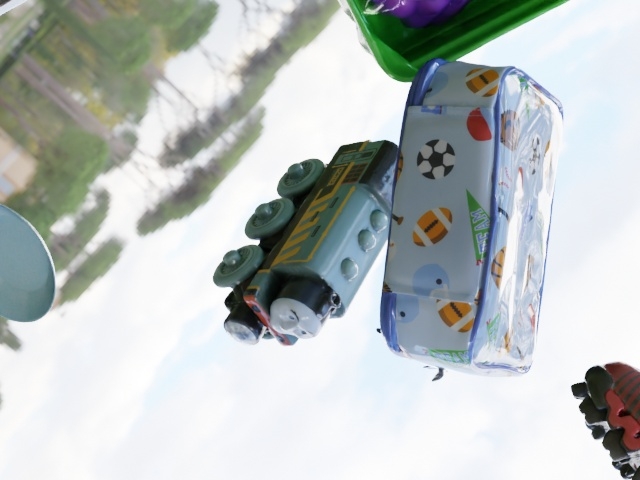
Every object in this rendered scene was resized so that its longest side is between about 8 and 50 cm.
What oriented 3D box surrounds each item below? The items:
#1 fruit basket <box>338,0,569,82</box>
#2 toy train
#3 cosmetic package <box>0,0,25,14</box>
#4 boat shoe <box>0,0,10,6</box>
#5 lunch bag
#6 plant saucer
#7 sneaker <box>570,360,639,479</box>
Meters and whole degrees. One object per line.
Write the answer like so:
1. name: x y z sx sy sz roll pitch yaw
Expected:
1. fruit basket: 0.168 -0.347 1.132 0.392 0.282 0.392 -27 -171 4
2. toy train: 0.000 0.000 1.559 0.190 0.142 0.334 -8 -142 43
3. cosmetic package: -0.633 -0.438 1.475 0.329 0.393 0.327 -32 162 -8
4. boat shoe: -0.359 -0.245 1.217 0.135 0.050 0.045 -34 -146 -21
5. lunch bag: 0.152 -0.010 1.148 0.115 0.243 0.303 8 -93 25
6. plant saucer: -0.442 0.024 1.704 0.195 0.195 0.037 -32 -174 40
7. sneaker: 0.297 0.162 0.799 0.135 0.097 0.276 -47 -119 0
